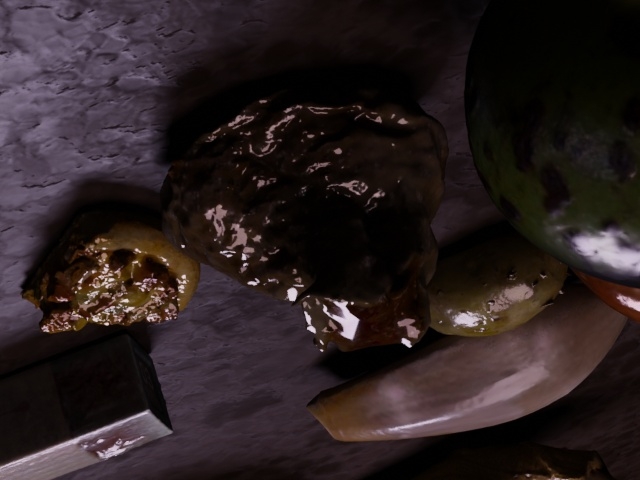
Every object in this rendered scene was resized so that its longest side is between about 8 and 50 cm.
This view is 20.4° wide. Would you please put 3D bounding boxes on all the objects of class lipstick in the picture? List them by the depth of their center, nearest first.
[{"bbox_3d":[-0.312,0.183,1.476,0.371,0.076,0.080,-21,157,3],"label":"lipstick"}]

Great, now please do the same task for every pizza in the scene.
[{"bbox_3d":[-0.153,0.033,1.311,0.134,0.046,0.175,-27,155,18],"label":"pizza"}]

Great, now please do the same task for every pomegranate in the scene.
[{"bbox_3d":[0.219,-0.108,1.059,0.242,0.242,0.306,-7,148,-25],"label":"pomegranate"}]

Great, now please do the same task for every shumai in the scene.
[{"bbox_3d":[0.000,0.000,1.197,0.206,0.175,0.166,-14,156,-3],"label":"shumai"}]

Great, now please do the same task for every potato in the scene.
[{"bbox_3d":[0.146,0.040,1.510,0.138,0.070,0.091,-28,140,17],"label":"potato"}]

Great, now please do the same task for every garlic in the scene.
[{"bbox_3d":[0.138,0.117,1.625,0.318,0.112,0.143,-16,180,16],"label":"garlic"}]

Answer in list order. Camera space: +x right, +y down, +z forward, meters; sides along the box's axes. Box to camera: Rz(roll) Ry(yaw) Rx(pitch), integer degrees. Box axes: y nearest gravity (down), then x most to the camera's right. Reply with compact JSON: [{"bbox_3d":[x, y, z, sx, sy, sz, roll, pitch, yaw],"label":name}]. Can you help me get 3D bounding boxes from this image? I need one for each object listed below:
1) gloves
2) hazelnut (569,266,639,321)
[{"bbox_3d":[0.180,0.315,2.014,0.356,0.155,0.203,-9,152,18],"label":"gloves"},{"bbox_3d":[0.270,0.008,1.460,0.150,0.150,0.150,-16,156,-7],"label":"hazelnut"}]
